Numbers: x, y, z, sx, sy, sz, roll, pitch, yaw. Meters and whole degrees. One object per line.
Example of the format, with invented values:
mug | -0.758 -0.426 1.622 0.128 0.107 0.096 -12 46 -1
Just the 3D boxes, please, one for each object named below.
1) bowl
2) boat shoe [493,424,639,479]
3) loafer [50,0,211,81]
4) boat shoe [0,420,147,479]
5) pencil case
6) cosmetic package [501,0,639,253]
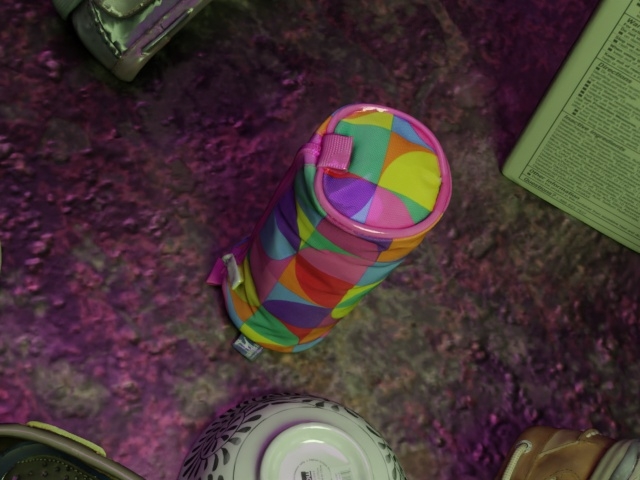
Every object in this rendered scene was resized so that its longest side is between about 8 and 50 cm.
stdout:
bowl | -0.010 0.169 0.861 0.170 0.080 0.170 5 63 -10
boat shoe | 0.111 0.261 0.834 0.116 0.123 0.324 19 64 37
loafer | -0.071 -0.233 1.058 0.303 0.109 0.095 -34 94 -19
boat shoe | -0.087 0.217 0.770 0.324 0.096 0.116 34 75 19
pencil case | 0.000 0.000 0.870 0.104 0.236 0.104 9 63 -18
cosmetic package | 0.262 -0.123 0.942 0.160 0.309 0.113 30 61 4
